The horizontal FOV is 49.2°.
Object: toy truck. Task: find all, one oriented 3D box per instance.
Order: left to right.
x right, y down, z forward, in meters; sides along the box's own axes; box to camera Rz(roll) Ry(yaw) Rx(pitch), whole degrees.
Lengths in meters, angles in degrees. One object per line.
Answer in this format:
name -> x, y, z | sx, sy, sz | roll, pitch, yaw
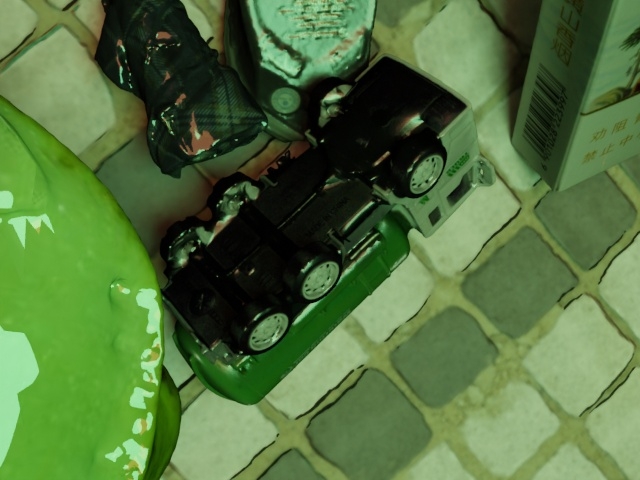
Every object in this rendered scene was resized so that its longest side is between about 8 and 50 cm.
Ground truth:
toy truck -> 0.000, 0.000, 0.465 | 0.242, 0.101, 0.125 | -44, 145, -5

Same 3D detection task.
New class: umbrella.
umbrella -> -0.117, -0.152, 0.454 | 0.080, 0.071, 0.224 | -25, 92, -25

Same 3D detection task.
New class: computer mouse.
computer mouse -> -0.014, -0.165, 0.476 | 0.106, 0.062, 0.192 | -5, 112, -15

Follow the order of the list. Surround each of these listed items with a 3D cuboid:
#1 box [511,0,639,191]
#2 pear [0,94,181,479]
box -> 0.216, -0.148, 0.451 | 0.149, 0.233, 0.067 | -27, 58, -11
pear -> -0.228, 0.067, 0.371 | 0.318, 0.238, 0.342 | 17, 84, -25
